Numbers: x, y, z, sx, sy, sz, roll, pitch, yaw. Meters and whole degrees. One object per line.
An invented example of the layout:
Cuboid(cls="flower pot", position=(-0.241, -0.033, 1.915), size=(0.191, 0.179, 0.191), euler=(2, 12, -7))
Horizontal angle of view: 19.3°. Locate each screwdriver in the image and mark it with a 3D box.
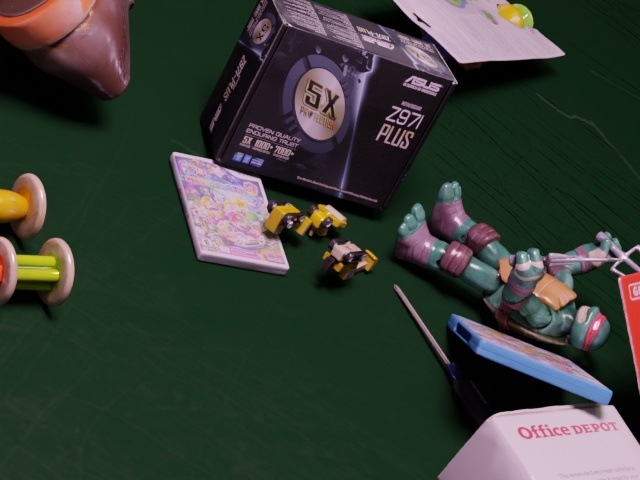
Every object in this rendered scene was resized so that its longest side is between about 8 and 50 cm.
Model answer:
Cuboid(cls="screwdriver", position=(0.108, 0.098, 1.638), size=(0.025, 0.024, 0.170), euler=(-18, 53, -14))

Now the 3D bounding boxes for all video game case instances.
Cuboid(cls="video game case", position=(0.176, 0.100, 1.608), size=(0.119, 0.015, 0.166), euler=(22, 3, -6))
Cuboid(cls="video game case", position=(-0.080, -0.024, 1.631), size=(0.087, 0.011, 0.122), euler=(11, 42, -31))

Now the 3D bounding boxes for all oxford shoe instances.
Cuboid(cls="oxford shoe", position=(-0.246, -0.250, 1.697), size=(0.132, 0.130, 0.363), euler=(52, 13, -39))

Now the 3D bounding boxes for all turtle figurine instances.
Cuboid(cls="turtle figurine", position=(0.191, 0.033, 1.699), size=(0.234, 0.118, 0.175), euler=(28, 14, 18))

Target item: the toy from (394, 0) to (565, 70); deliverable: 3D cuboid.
Cuboid(cls="toy", position=(0.152, -0.223, 2.018), size=(0.137, 0.056, 0.237), euler=(46, 31, 20))

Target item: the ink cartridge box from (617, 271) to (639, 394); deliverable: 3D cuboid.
Cuboid(cls="ink cartridge box", position=(0.387, 0.130, 1.695), size=(0.275, 0.060, 0.239), euler=(-10, 91, -45))

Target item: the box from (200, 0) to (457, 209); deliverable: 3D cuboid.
Cuboid(cls="box", position=(0.006, -0.126, 1.693), size=(0.180, 0.147, 0.077), euler=(17, 27, -26))

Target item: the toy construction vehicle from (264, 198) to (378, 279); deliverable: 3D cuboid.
Cuboid(cls="toy construction vehicle", position=(0.000, 0.000, 1.648), size=(0.086, 0.035, 0.098), euler=(39, 19, 20))

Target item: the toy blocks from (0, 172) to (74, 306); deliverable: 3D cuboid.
Cuboid(cls="toy blocks", position=(-0.272, -0.004, 1.411), size=(0.148, 0.054, 0.123), euler=(3, 46, -38))

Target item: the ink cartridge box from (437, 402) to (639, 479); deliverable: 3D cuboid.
Cuboid(cls="ink cartridge box", position=(0.215, 0.240, 1.498), size=(0.154, 0.093, 0.212), euler=(0, 50, -41))
